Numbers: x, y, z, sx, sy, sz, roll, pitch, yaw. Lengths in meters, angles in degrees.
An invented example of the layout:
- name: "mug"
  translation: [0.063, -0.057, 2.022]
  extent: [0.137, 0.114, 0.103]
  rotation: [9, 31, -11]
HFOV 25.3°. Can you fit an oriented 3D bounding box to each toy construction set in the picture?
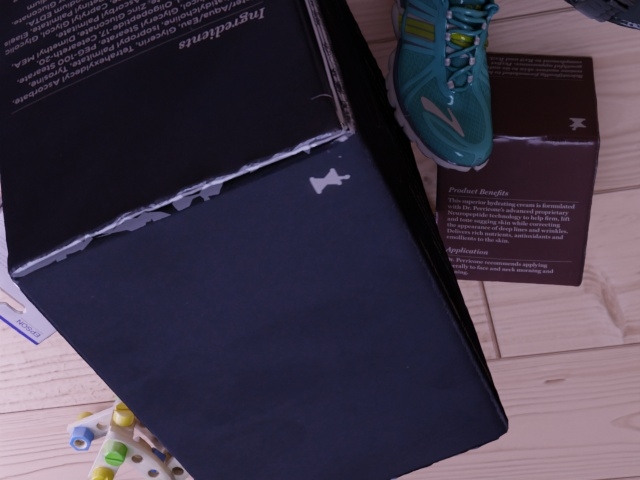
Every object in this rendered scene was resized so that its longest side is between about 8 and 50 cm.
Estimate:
- name: "toy construction set"
  translation: [-0.185, 0.239, 1.917]
  extent: [0.215, 0.151, 0.328]
  rotation: [31, 137, -16]

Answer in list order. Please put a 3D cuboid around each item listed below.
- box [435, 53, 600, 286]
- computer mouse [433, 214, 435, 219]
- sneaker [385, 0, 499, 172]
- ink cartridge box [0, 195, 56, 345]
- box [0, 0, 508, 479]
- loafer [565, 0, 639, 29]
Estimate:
- name: "box"
  translation: [0.214, -0.078, 1.580]
  extent: [0.168, 0.167, 0.203]
  rotation: [4, 129, 5]
- name: "computer mouse"
  translation: [0.000, 0.000, 1.744]
  extent: [0.272, 0.072, 0.188]
  rotation: [-37, 114, 17]
- name: "sneaker"
  translation: [0.127, -0.204, 1.428]
  extent: [0.107, 0.275, 0.110]
  rotation: [-1, 166, -23]
- name: "ink cartridge box"
  translation: [-0.295, -0.019, 1.766]
  extent: [0.371, 0.069, 0.176]
  rotation: [-35, 118, 27]
- name: "box"
  translation: [-0.072, -0.065, 1.338]
  extent: [0.297, 0.472, 0.480]
  rotation: [-23, 139, 6]
- name: "loafer"
  translation: [0.252, -0.287, 1.460]
  extent: [0.267, 0.084, 0.096]
  rotation: [33, 126, -18]
